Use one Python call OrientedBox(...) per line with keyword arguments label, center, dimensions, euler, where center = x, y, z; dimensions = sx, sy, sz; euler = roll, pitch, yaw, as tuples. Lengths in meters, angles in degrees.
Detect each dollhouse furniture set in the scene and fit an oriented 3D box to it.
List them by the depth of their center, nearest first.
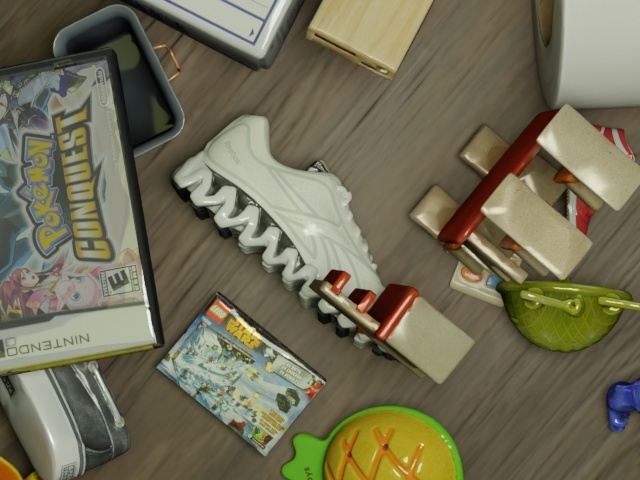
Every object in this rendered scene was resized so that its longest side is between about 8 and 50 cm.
OrientedBox(label="dollhouse furniture set", center=(0.126, -0.014, 1.503), dimensions=(0.135, 0.262, 0.259), euler=(40, 84, -8))

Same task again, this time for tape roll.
OrientedBox(label="tape roll", center=(0.282, -0.239, 1.528), dimensions=(0.169, 0.246, 0.246), euler=(-2, 91, 0))

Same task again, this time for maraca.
OrientedBox(label="maraca", center=(0.049, 0.222, 1.616), dimensions=(0.185, 0.099, 0.127), euler=(-15, 89, 27))

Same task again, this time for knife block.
OrientedBox(label="knife block", center=(0.097, -0.301, 1.537), dimensions=(0.088, 0.276, 0.242), euler=(27, 121, 1))

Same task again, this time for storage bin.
OrientedBox(label="storage bin", center=(-0.179, -0.148, 1.611), dimensions=(0.098, 0.091, 0.135), euler=(-26, 91, 1))

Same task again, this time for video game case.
OrientedBox(label="video game case", center=(-0.284, -0.017, 1.543), dimensions=(0.248, 0.035, 0.275), euler=(-10, 85, 4))

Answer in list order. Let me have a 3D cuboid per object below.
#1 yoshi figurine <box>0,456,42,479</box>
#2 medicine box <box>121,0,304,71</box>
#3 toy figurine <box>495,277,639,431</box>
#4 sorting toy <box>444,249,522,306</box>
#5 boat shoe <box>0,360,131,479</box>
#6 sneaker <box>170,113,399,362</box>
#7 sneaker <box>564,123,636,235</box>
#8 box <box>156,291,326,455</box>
OrientedBox(label="yoshi figurine", center=(-0.365, 0.380, 1.576), dimensions=(0.203, 0.203, 0.362), euler=(44, 98, -9))
OrientedBox(label="medicine box", center=(-0.102, -0.344, 1.578), dimensions=(0.263, 0.149, 0.289), euler=(27, 91, 0))
OrientedBox(label="toy figurine", center=(0.338, 0.154, 1.570), dimensions=(0.362, 0.191, 0.217), euler=(4, 96, 2))
OrientedBox(label="sorting toy", center=(0.148, 0.022, 1.649), dimensions=(0.083, 0.012, 0.062), euler=(21, 92, 0))
OrientedBox(label="boat shoe", center=(-0.267, 0.076, 1.618), dimensions=(0.102, 0.108, 0.301), euler=(-20, 77, -31))
OrientedBox(label="sneaker", center=(0.000, 0.000, 1.611), dimensions=(0.292, 0.110, 0.118), euler=(42, 82, -1))
OrientedBox(label="sneaker", center=(0.266, -0.052, 1.632), dimensions=(0.067, 0.042, 0.118), euler=(2, 89, 4))
OrientedBox(label="box", center=(-0.075, 0.128, 1.647), dimensions=(0.137, 0.027, 0.094), euler=(40, 93, 0))
